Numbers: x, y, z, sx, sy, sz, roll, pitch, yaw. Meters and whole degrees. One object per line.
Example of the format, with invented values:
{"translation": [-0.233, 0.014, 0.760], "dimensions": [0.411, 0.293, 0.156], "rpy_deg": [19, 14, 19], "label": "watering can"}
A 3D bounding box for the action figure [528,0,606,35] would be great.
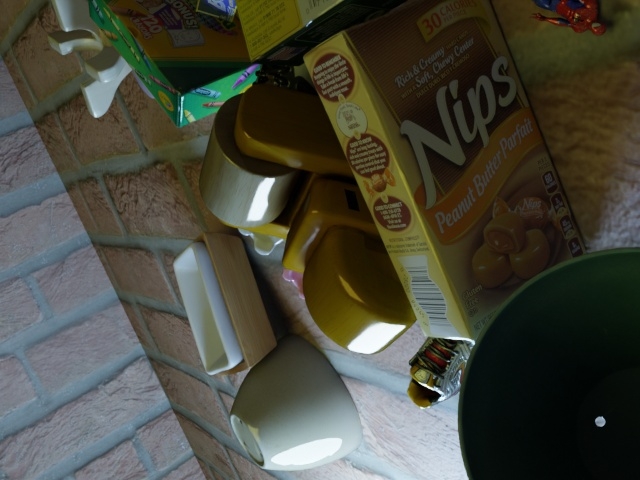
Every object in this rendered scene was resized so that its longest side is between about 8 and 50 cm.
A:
{"translation": [0.209, -0.216, 0.659], "dimensions": [0.115, 0.030, 0.038], "rpy_deg": [43, 143, 27], "label": "action figure"}

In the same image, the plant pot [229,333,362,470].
{"translation": [-0.075, 0.365, 1.532], "dimensions": [0.284, 0.191, 0.284], "rpy_deg": [40, 146, 35], "label": "plant pot"}

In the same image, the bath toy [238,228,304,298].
{"translation": [0.000, 0.000, 1.090], "dimensions": [0.151, 0.129, 0.348], "rpy_deg": [-27, 110, 25], "label": "bath toy"}

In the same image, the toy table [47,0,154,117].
{"translation": [-0.409, -0.384, 1.424], "dimensions": [0.252, 0.160, 0.274], "rpy_deg": [26, 138, 49], "label": "toy table"}

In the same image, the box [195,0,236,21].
{"translation": [-0.131, -0.383, 1.027], "dimensions": [0.169, 0.059, 0.054], "rpy_deg": [130, 150, -64], "label": "box"}

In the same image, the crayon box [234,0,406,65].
{"translation": [-0.021, -0.364, 0.739], "dimensions": [0.202, 0.081, 0.319], "rpy_deg": [-18, 85, 45], "label": "crayon box"}

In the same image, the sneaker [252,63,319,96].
{"translation": [-0.033, -0.213, 0.919], "dimensions": [0.097, 0.135, 0.276], "rpy_deg": [35, 153, 42], "label": "sneaker"}

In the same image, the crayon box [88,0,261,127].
{"translation": [-0.225, -0.322, 1.156], "dimensions": [0.278, 0.165, 0.081], "rpy_deg": [50, 151, 20], "label": "crayon box"}

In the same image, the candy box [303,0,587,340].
{"translation": [0.133, -0.080, 0.746], "dimensions": [0.087, 0.183, 0.317], "rpy_deg": [-6, 111, 61], "label": "candy box"}

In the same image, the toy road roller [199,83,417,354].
{"translation": [0.013, -0.012, 0.861], "dimensions": [0.202, 0.329, 0.241], "rpy_deg": [121, 161, -59], "label": "toy road roller"}

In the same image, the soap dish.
{"translation": [-0.207, 0.137, 1.572], "dimensions": [0.229, 0.118, 0.291], "rpy_deg": [-33, 75, 63], "label": "soap dish"}

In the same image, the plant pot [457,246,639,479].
{"translation": [0.292, 0.171, 0.667], "dimensions": [0.290, 0.290, 0.195], "rpy_deg": [44, -174, 30], "label": "plant pot"}

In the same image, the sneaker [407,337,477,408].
{"translation": [0.175, 0.163, 1.009], "dimensions": [0.088, 0.092, 0.225], "rpy_deg": [44, 148, 30], "label": "sneaker"}
